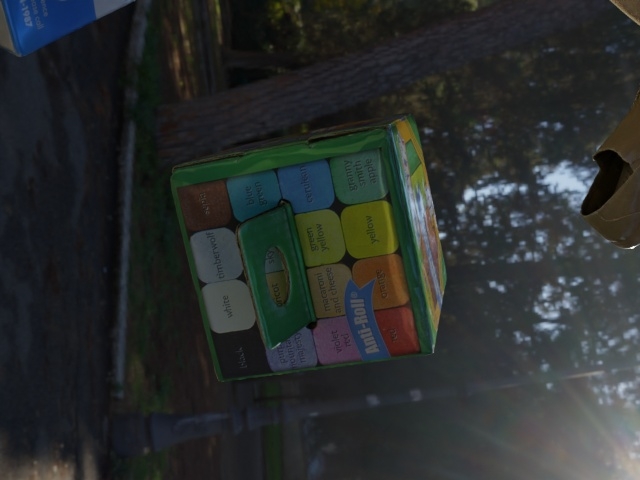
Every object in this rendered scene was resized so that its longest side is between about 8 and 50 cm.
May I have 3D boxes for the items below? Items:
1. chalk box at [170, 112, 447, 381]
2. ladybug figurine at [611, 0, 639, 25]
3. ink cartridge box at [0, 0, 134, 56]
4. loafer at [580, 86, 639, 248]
[{"bbox_3d":[0.000,0.000,0.654,0.289,0.179,0.180,-50,130,-74],"label":"chalk box"},{"bbox_3d":[0.379,-0.397,0.834,0.449,0.305,0.162,43,-29,-7],"label":"ladybug figurine"},{"bbox_3d":[-0.095,-0.205,0.383,0.231,0.078,0.134,-43,149,-37],"label":"ink cartridge box"},{"bbox_3d":[0.238,-0.068,0.582,0.056,0.050,0.148,-155,-99,-73],"label":"loafer"}]
